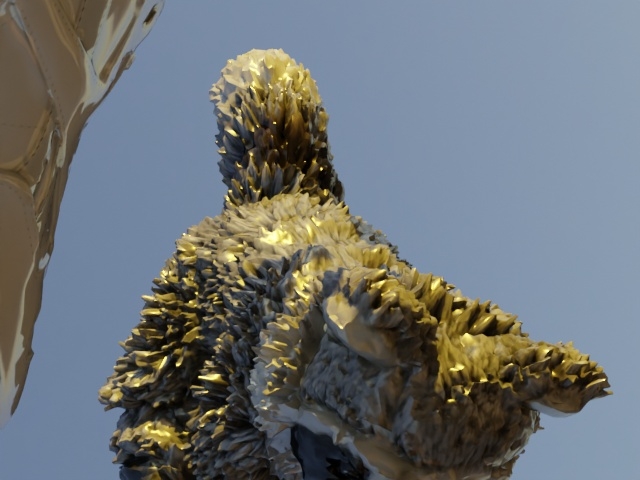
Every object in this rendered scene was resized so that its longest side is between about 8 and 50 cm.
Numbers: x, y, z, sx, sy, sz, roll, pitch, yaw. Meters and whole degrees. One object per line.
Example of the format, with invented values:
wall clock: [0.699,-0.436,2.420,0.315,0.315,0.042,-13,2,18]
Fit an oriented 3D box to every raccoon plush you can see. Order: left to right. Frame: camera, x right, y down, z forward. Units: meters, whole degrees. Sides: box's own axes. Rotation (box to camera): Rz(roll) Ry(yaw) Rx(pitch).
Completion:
raccoon plush: [0.000,0.000,1.097,0.216,0.299,0.446,1,-120,-29]

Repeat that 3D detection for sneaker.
sneaker: [-0.105,-0.043,0.604,0.152,0.114,0.305,-34,-29,-37]
